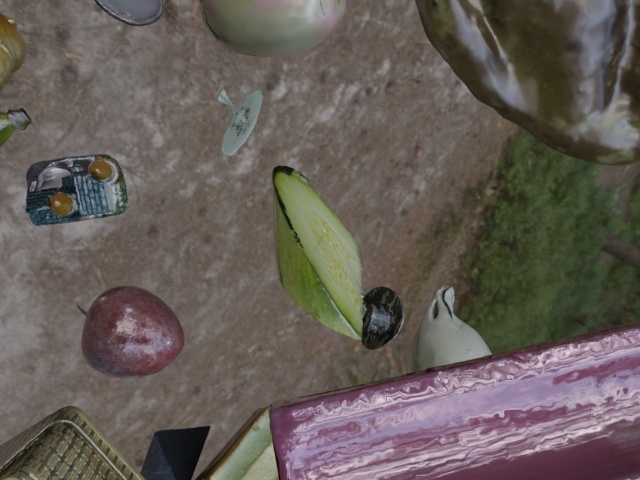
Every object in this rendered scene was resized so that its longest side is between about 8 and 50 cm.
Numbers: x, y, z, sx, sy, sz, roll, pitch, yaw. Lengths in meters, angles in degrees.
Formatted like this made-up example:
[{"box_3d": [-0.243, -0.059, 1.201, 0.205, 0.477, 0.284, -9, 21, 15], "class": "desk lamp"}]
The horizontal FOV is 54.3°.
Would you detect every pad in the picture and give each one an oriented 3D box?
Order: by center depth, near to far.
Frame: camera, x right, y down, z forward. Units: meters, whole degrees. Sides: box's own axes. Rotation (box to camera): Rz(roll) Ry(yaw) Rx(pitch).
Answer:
[{"box_3d": [-0.268, 0.411, 1.093, 0.116, 0.004, 0.193, 10, 106, -45], "class": "pad"}]

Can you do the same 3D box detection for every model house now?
[{"box_3d": [-0.685, -0.141, 1.699, 0.272, 0.301, 0.190, -7, 96, -9], "class": "model house"}]

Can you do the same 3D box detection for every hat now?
[{"box_3d": [0.097, 0.142, 1.156, 0.050, 0.121, 0.121, 18, 107, -44], "class": "hat"}]

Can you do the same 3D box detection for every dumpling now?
[{"box_3d": [0.266, 0.289, 1.261, 0.181, 0.341, 0.260, -23, 144, -4], "class": "dumpling"}]

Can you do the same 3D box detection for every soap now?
[{"box_3d": [0.140, 0.155, 0.498, 0.360, 0.128, 0.233, -11, 166, -8], "class": "soap"}]

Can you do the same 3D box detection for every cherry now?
[{"box_3d": [-0.488, 0.232, 1.566, 0.236, 0.285, 0.212, 118, -3, -46], "class": "cherry"}]

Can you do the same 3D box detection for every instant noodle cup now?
[{"box_3d": [-0.399, -0.612, 1.385, 0.217, 0.218, 0.207, 63, 34, -54], "class": "instant noodle cup"}]

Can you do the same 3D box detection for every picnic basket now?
[{"box_3d": [-0.429, 0.421, 0.904, 0.313, 0.175, 0.228, -32, 106, 14], "class": "picnic basket"}]

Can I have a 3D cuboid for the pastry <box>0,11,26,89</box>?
[{"box_3d": [-0.820, -0.420, 1.385, 0.315, 0.285, 0.184, -74, 158, -43], "class": "pastry"}]

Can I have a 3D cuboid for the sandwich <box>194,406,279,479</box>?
[{"box_3d": [-0.114, 0.420, 1.122, 0.198, 0.155, 0.227, -45, 176, -37], "class": "sandwich"}]

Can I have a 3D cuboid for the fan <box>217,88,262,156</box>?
[{"box_3d": [-0.254, -0.382, 1.889, 0.233, 0.012, 0.414, -61, 173, -5], "class": "fan"}]

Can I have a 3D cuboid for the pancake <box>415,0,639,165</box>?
[{"box_3d": [0.206, -0.184, 0.424, 0.049, 0.295, 0.294, -63, 163, -48], "class": "pancake"}]

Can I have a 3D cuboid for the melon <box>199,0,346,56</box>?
[{"box_3d": [-0.102, -0.482, 1.259, 0.223, 0.317, 0.223, -26, 120, -57], "class": "melon"}]

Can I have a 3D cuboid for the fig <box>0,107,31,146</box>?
[{"box_3d": [-0.434, -0.121, 0.674, 0.203, 0.235, 0.203, 1, 90, -64], "class": "fig"}]

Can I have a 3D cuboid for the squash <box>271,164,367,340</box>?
[{"box_3d": [0.000, 0.000, 0.972, 0.204, 0.237, 0.155, 16, 125, -11], "class": "squash"}]
